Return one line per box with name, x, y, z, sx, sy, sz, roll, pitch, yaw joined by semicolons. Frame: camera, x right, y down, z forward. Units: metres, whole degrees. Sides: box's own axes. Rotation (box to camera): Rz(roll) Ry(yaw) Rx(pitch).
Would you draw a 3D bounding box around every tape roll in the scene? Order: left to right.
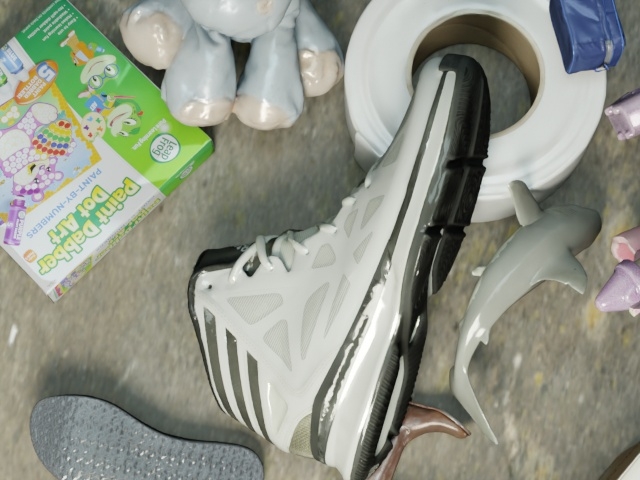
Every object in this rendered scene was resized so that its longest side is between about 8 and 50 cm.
tape roll;0.165;-0.165;1.827;0.286;0.100;0.286;0;77;0

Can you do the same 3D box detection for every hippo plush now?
hippo plush;-0.051;-0.263;1.762;0.234;0.236;0.294;38;68;-5

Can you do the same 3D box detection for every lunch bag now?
lunch bag;0.284;-0.223;1.753;0.065;0.067;0.098;-12;77;-3

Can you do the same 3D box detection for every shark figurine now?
shark figurine;0.216;0.057;1.725;0.116;0.166;0.278;26;72;36

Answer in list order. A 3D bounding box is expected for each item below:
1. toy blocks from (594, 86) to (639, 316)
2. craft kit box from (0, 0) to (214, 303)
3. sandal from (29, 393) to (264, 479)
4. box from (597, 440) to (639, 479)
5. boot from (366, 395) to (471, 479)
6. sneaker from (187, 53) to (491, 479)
toy blocks;0.364;-0.008;1.663;0.260;0.288;0.309;-28;93;-11
craft kit box;-0.290;-0.103;1.843;0.246;0.061;0.250;44;81;7
sandal;-0.187;0.233;1.765;0.254;0.054;0.097;19;84;-4
box;0.314;0.279;1.604;0.121;0.311;0.148;40;80;10
boot;0.089;0.224;1.763;0.106;0.037;0.114;24;74;20
sneaker;0.000;0.000;1.701;0.257;0.169;0.447;20;97;17
